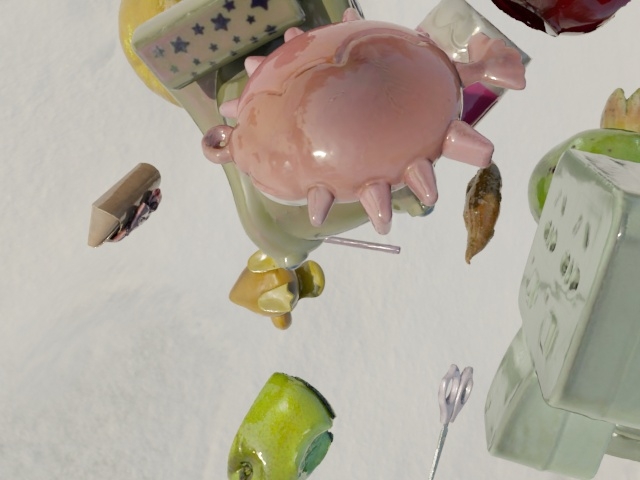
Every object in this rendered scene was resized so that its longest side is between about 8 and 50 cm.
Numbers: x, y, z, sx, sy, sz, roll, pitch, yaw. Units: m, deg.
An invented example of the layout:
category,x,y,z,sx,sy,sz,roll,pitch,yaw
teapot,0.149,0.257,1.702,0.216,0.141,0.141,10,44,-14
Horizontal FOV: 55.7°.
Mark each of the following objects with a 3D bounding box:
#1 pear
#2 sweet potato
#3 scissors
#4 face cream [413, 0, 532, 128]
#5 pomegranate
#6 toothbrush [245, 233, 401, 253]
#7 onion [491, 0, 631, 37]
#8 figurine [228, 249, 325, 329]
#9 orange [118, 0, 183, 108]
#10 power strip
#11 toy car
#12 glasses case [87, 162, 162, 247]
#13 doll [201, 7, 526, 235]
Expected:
category,x,y,z,sx,sy,sz,roll,pitch,yaw
pear,-0.091,0.476,1.368,0.292,0.159,0.292,-48,150,-41
sweet potato,0.262,-0.048,0.992,0.060,0.068,0.206,40,52,-31
scissors,0.178,0.269,0.865,0.100,0.015,0.189,20,87,-51
face cream,0.202,-0.260,0.949,0.175,0.195,0.175,33,25,-17
pomegranate,0.468,-0.109,0.963,0.236,0.236,0.302,34,76,-40
toothbrush,0.000,0.000,1.327,0.024,0.354,0.029,60,41,-67
onion,0.273,-0.361,0.711,0.207,0.216,0.206,29,104,-4
figurine,-0.109,0.112,1.454,0.228,0.215,0.215,7,84,-58
orange,-0.237,-0.386,1.131,0.235,0.279,0.279,-45,120,-31
power strip,0.240,0.074,0.503,0.229,0.141,0.261,-52,154,-69
toy car,-0.025,-0.133,0.686,0.336,0.242,0.226,61,18,-21
glasses case,-0.319,-0.045,1.027,0.193,0.070,0.102,-72,-179,-61
doll,0.033,-0.107,0.482,0.093,0.262,0.211,78,-12,-62
